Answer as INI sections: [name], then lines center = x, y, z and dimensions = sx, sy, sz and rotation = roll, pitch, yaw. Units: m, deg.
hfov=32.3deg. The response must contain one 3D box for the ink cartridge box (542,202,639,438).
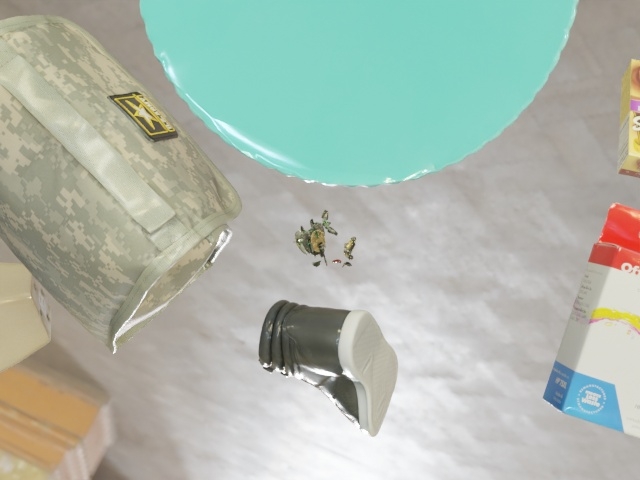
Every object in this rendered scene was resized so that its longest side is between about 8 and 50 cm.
[ink cartridge box]
center = 0.342, 0.087, 1.175
dimensions = 0.134, 0.231, 0.078
rotation = 18, -178, -5

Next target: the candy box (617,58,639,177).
[candy box]
center = 0.497, -0.172, 1.616
dimensions = 0.109, 0.186, 0.053
rotation = 12, 149, 0

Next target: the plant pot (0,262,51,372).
[plant pot]
center = -0.381, 0.086, 1.327
dimensions = 0.096, 0.109, 0.109
rotation = -17, 122, -3

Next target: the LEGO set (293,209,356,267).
[LEGO set]
center = 0.000, 0.003, 1.062
dimensions = 0.023, 0.054, 0.083
rotation = 5, 151, 42

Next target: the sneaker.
[sneaker]
center = 0.008, 0.158, 1.417
dimensions = 0.147, 0.104, 0.295
rotation = 12, 153, 21

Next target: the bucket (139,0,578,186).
[bucket]
center = 0.028, -0.169, 0.661
dimensions = 0.281, 0.183, 0.281
rotation = 2, 106, 7

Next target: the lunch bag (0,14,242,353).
[lunch bag]
center = -0.195, -0.052, 0.950
dimensions = 0.235, 0.169, 0.287
rotation = 47, 162, 1
